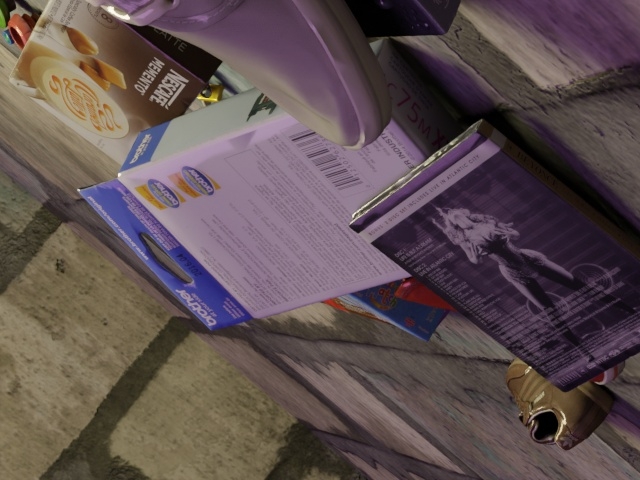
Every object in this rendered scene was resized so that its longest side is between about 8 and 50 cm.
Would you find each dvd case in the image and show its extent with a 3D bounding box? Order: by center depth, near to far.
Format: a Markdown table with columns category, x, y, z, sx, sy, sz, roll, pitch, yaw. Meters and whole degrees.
| category | x | y | z | sx | sy | sz | roll | pitch | yaw |
| --- | --- | --- | --- | --- | --- | --- | --- | --- | --- |
| dvd case | 0.150 | 0.016 | 1.445 | 0.221 | 0.018 | 0.164 | 37 | 140 | -14 |

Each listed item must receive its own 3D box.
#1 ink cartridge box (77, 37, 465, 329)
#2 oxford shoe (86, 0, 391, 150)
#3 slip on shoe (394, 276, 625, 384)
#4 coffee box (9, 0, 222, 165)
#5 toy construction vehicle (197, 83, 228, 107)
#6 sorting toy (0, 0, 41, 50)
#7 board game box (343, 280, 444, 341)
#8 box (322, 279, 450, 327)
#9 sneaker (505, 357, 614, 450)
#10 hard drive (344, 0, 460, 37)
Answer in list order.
| category | x | y | z | sx | sy | sz | roll | pitch | yaw |
| --- | --- | --- | --- | --- | --- | --- | --- | --- | --- |
| ink cartridge box | -0.021 | -0.035 | 1.533 | 0.311 | 0.065 | 0.186 | -19 | 127 | 37 |
| oxford shoe | -0.126 | -0.194 | 1.150 | 0.449 | 0.130 | 0.169 | 45 | 167 | -31 |
| slip on shoe | 0.107 | 0.019 | 1.633 | 0.331 | 0.101 | 0.123 | 37 | 168 | 4 |
| coffee box | -0.152 | -0.163 | 1.598 | 0.141 | 0.098 | 0.246 | 36 | 157 | -7 |
| toy construction vehicle | -0.115 | -0.143 | 1.916 | 0.086 | 0.035 | 0.098 | 11 | 154 | 47 |
| sorting toy | -0.337 | -0.250 | 2.214 | 0.102 | 0.042 | 0.061 | 47 | 158 | 23 |
| board game box | -0.009 | 0.014 | 1.791 | 0.211 | 0.039 | 0.160 | 26 | 175 | 47 |
| box | 0.000 | 0.000 | 2.040 | 0.201 | 0.057 | 0.293 | 43 | 169 | -20 |
| sneaker | 0.217 | 0.161 | 1.942 | 0.066 | 0.071 | 0.188 | 41 | 169 | -13 |
| hard drive | -0.028 | -0.224 | 1.180 | 0.255 | 0.054 | 0.172 | 44 | 169 | -19 |
